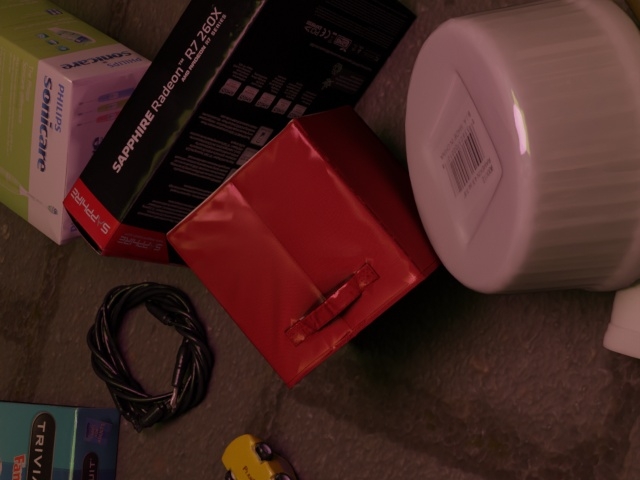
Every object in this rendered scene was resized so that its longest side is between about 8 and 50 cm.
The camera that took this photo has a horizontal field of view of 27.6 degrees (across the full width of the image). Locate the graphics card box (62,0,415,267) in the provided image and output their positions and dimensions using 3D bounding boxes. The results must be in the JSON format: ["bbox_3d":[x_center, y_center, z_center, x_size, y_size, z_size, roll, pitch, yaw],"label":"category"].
[{"bbox_3d":[-0.085,-0.140,1.386,0.094,0.233,0.371,46,109,31],"label":"graphics card box"}]

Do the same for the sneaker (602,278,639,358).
[{"bbox_3d":[0.388,0.039,1.106,0.292,0.108,0.169,12,93,37],"label":"sneaker"}]

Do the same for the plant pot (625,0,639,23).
[{"bbox_3d":[0.380,-0.269,1.044,0.366,0.366,0.353,-22,83,30],"label":"plant pot"}]

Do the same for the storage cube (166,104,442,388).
[{"bbox_3d":[0.000,0.000,1.293,0.184,0.215,0.193,-41,87,20],"label":"storage cube"}]

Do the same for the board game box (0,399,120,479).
[{"bbox_3d":[-0.408,0.326,1.632,0.336,0.079,0.253,-2,82,35],"label":"board game box"}]

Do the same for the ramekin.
[{"bbox_3d":[0.182,-0.081,1.164,0.277,0.135,0.277,172,90,-71],"label":"ramekin"}]

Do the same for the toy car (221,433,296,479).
[{"bbox_3d":[0.000,0.317,1.366,0.225,0.053,0.239,-11,77,33],"label":"toy car"}]

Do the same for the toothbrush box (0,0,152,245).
[{"bbox_3d":[-0.336,-0.157,1.507,0.283,0.122,0.206,32,126,33],"label":"toothbrush box"}]

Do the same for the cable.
[{"bbox_3d":[-0.205,0.124,1.542,0.150,0.047,0.184,-39,63,24],"label":"cable"}]
